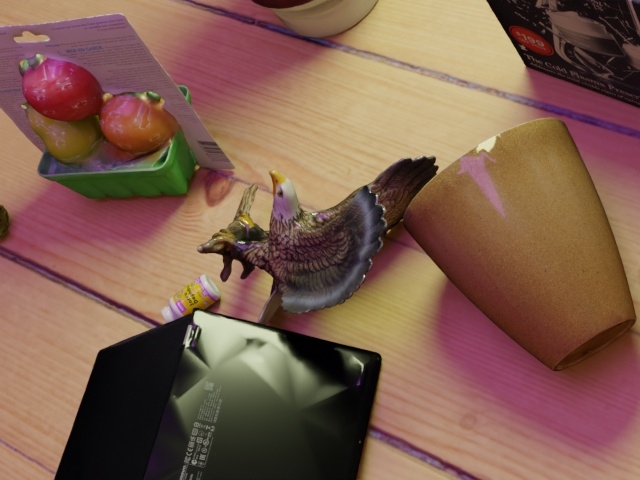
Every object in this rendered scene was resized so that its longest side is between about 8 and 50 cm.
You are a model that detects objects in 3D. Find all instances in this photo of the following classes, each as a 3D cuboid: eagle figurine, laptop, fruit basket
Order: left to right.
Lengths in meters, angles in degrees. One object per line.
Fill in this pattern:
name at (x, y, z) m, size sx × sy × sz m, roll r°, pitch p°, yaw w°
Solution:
fruit basket at (-0.333, -0.209, 1.905) m, size 0.327 × 0.353 × 0.165 m, roll -2°, pitch 51°, yaw 27°
laptop at (-0.164, 0.315, 1.735) m, size 0.408 × 0.236 × 0.382 m, roll 13°, pitch 61°, yaw 2°
eagle figurine at (-0.004, -0.006, 1.715) m, size 0.298 × 0.225 × 0.226 m, roll -1°, pitch 70°, yaw 24°

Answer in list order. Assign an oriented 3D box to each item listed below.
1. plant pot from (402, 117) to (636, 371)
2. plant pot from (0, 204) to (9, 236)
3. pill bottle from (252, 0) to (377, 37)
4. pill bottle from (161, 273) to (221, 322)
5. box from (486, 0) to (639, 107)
plant pot at (0.265, 0.021, 1.583) m, size 0.237 × 0.237 × 0.254 m, roll -34°, pitch 70°, yaw 9°
plant pot at (-0.548, -0.029, 2.097) m, size 0.079 × 0.083 × 0.083 m, roll -3°, pitch 65°, yaw 13°
pill bottle at (-0.065, -0.469, 1.863) m, size 0.224 × 0.392 × 0.224 m, roll -11°, pitch 63°, yaw 23°
pill bottle at (-0.187, 0.088, 1.872) m, size 0.083 × 0.043 × 0.043 m, roll -36°, pitch 56°, yaw 7°
box at (0.386, -0.310, 1.608) m, size 0.343 × 0.312 × 0.179 m, roll 27°, pitch 81°, yaw 34°
